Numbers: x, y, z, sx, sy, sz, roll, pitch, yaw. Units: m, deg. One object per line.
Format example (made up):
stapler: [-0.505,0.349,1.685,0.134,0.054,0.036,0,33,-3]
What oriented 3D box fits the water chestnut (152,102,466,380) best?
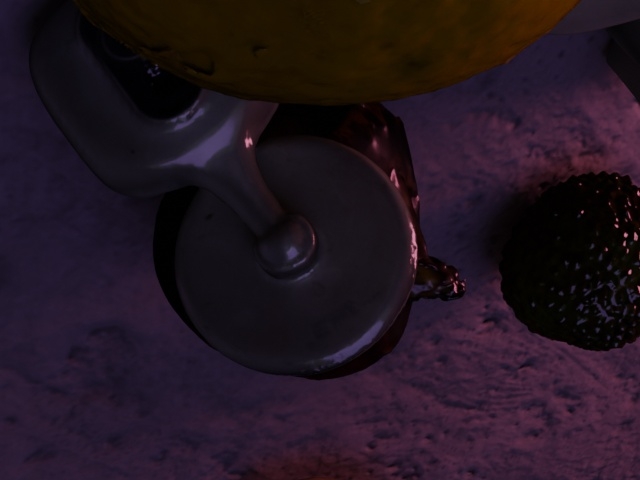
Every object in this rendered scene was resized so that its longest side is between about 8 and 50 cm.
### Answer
water chestnut: [0.000,0.000,0.894,0.238,0.224,0.224,6,142,23]

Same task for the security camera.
security camera: [-0.063,-0.051,0.769,0.157,0.301,0.080,-37,166,-2]

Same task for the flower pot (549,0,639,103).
flower pot: [0.290,-0.221,0.899,0.254,0.165,0.367,-44,137,21]

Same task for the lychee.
lychee: [0.245,0.017,1.106,0.171,0.171,0.171,-15,135,-16]

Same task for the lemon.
lemon: [0.015,-0.244,0.598,0.387,0.350,0.350,-20,137,-26]

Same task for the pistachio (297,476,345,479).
pistachio: [0.022,0.351,1.277,0.181,0.162,0.293,-14,141,21]
